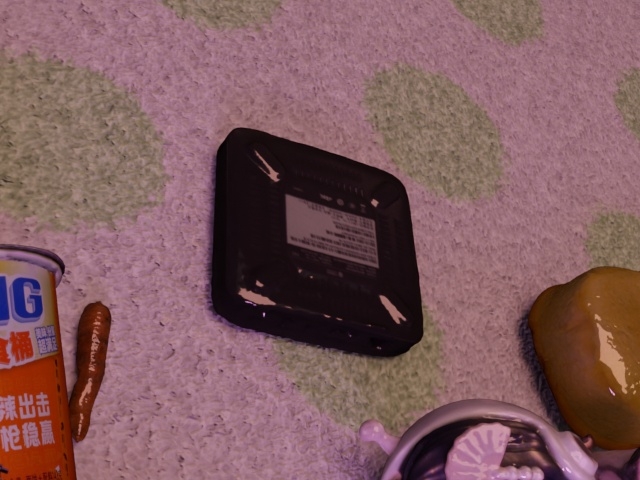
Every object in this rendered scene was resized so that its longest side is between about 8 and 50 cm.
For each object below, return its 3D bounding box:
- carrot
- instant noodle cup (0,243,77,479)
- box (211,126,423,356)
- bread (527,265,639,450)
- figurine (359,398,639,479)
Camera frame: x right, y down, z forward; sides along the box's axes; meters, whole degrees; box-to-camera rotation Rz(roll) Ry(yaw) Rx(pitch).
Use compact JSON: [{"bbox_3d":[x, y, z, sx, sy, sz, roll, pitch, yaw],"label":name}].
[{"bbox_3d":[-0.248,0.140,1.049,0.036,0.035,0.165,15,56,-25],"label":"carrot"},{"bbox_3d":[-0.336,0.152,0.826,0.296,0.296,0.214,-8,73,-37],"label":"instant noodle cup"},{"bbox_3d":[0.000,0.000,1.279,0.290,0.073,0.289,16,53,-25],"label":"box"},{"bbox_3d":[0.429,0.163,1.407,0.270,0.148,0.270,14,56,-22],"label":"bread"},{"bbox_3d":[0.221,0.311,1.133,0.361,0.253,0.211,13,10,-35],"label":"figurine"}]
